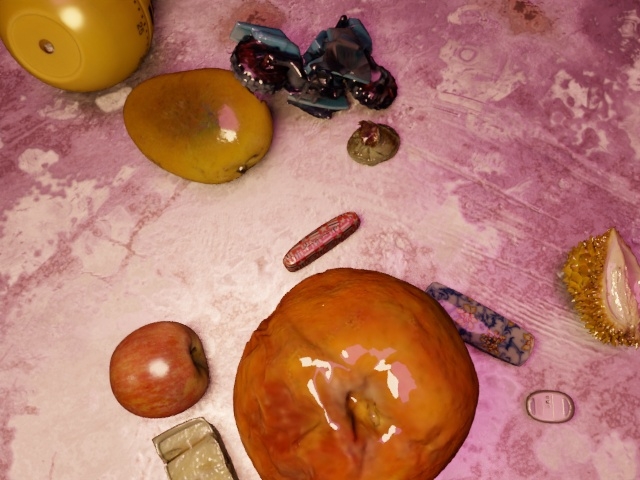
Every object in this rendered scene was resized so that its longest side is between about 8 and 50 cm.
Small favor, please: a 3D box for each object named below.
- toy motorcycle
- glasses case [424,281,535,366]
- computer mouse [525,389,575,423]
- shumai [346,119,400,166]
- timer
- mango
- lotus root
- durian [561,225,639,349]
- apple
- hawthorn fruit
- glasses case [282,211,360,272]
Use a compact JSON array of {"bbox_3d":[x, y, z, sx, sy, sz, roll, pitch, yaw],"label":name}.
[{"bbox_3d":[-0.014,-0.409,1.371,0.416,0.172,0.232,-1,66,-28],"label":"toy motorcycle"},{"bbox_3d":[0.323,0.175,1.273,0.248,0.065,0.087,31,76,9],"label":"glasses case"},{"bbox_3d":[0.465,0.338,1.237,0.096,0.039,0.066,0,74,10],"label":"computer mouse"},{"bbox_3d":[0.121,-0.234,1.385,0.123,0.087,0.099,-23,73,-6],"label":"shumai"},{"bbox_3d":[-0.532,-0.534,1.385,0.376,0.376,0.387,9,50,5],"label":"timer"},{"bbox_3d":[-0.279,-0.262,1.345,0.365,0.182,0.253,17,93,15],"label":"mango"},{"bbox_3d":[-0.223,0.465,1.179,0.119,0.138,0.235,-27,75,-11],"label":"lotus root"},{"bbox_3d":[0.590,0.111,1.252,0.138,0.183,0.250,-24,75,33],"label":"durian"},{"bbox_3d":[-0.321,0.257,1.214,0.173,0.188,0.188,-18,74,9],"label":"apple"},{"bbox_3d":[0.050,0.260,1.075,0.471,0.472,0.472,-1,74,2],"label":"hawthorn fruit"},{"bbox_3d":[0.000,0.000,1.331,0.194,0.073,0.049,-34,76,-8],"label":"glasses case"}]
